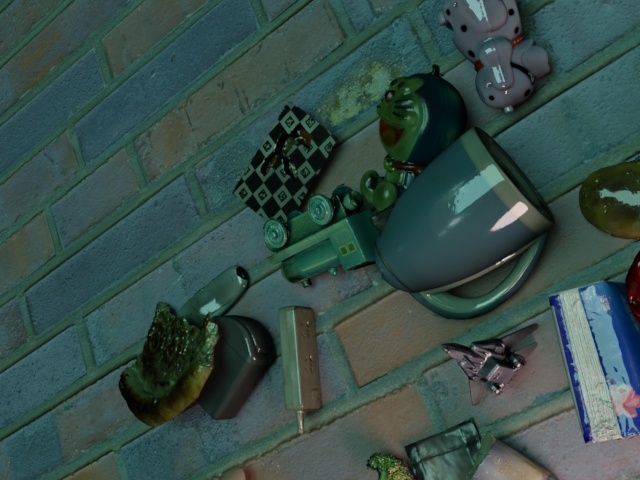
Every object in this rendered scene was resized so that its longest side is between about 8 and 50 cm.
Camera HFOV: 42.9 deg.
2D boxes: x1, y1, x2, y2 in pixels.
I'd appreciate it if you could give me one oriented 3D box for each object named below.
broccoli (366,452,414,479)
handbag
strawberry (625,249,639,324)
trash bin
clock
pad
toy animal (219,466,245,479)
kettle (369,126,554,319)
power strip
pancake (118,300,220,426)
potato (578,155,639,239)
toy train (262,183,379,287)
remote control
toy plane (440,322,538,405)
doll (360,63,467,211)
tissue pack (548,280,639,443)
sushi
[{"bbox_3d":[0.142,0.495,1.714,0.092,0.095,0.097,-42,92,-18],"label":"broccoli"},{"bbox_3d":[0.362,0.460,1.573,0.173,0.095,0.117,34,89,16],"label":"handbag"},{"bbox_3d":[0.686,0.102,1.332,0.345,0.295,0.317,20,117,38],"label":"strawberry"},{"bbox_3d":[-0.221,0.293,1.967,0.176,0.101,0.236,38,104,29],"label":"trash bin"},{"bbox_3d":[0.367,-0.390,1.685,0.189,0.189,0.254,-23,83,27],"label":"clock"},{"bbox_3d":[0.283,0.501,1.661,0.174,0.022,0.233,-30,67,24],"label":"pad"},{"bbox_3d":[-0.196,0.681,1.845,0.256,0.195,0.213,32,124,33],"label":"toy animal"},{"bbox_3d":[0.281,0.000,1.634,0.342,0.247,0.319,-41,96,20],"label":"kettle"},{"bbox_3d":[-0.046,0.295,1.858,0.053,0.093,0.288,-12,76,27],"label":"power strip"},{"bbox_3d":[-0.382,0.306,2.005,0.427,0.067,0.305,3,78,56],"label":"pancake"},{"bbox_3d":[0.588,-0.088,1.538,0.200,0.081,0.164,-4,79,29],"label":"potato"},{"bbox_3d":[0.000,0.000,1.842,0.298,0.120,0.194,-26,88,43],"label":"toy train"},{"bbox_3d":[-0.281,0.156,2.057,0.256,0.045,0.097,-43,63,16],"label":"remote control"},{"bbox_3d":[0.312,0.231,1.544,0.088,0.267,0.212,43,104,35],"label":"toy plane"},{"bbox_3d":[0.203,-0.217,1.741,0.198,0.186,0.322,-127,48,-59],"label":"doll"},{"bbox_3d":[0.524,0.213,1.445,0.137,0.209,0.270,-21,70,38],"label":"tissue pack"},{"bbox_3d":[-0.078,-0.179,1.986,0.192,0.043,0.279,40,109,27],"label":"sushi"}]
